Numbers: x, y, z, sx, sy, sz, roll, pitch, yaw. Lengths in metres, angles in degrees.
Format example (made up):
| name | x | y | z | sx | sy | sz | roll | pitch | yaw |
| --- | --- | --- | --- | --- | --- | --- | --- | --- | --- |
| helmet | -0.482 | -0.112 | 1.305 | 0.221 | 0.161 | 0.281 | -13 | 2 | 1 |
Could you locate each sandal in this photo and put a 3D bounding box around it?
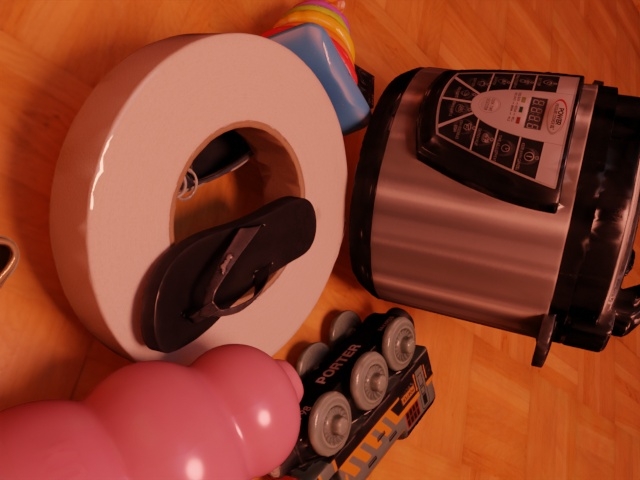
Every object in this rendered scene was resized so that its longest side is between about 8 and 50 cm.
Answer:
| name | x | y | z | sx | sy | sz | roll | pitch | yaw |
| --- | --- | --- | --- | --- | --- | --- | --- | --- | --- |
| sandal | -0.082 | 0.023 | 0.633 | 0.254 | 0.054 | 0.097 | -40 | 130 | -39 |

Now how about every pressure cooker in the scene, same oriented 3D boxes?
| name | x | y | z | sx | sy | sz | roll | pitch | yaw |
| --- | --- | --- | --- | --- | --- | --- | --- | --- | --- |
| pressure cooker | 0.289 | -0.054 | 0.875 | 0.375 | 0.420 | 0.370 | -32 | 132 | -62 |

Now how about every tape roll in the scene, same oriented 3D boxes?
| name | x | y | z | sx | sy | sz | roll | pitch | yaw |
| --- | --- | --- | --- | --- | --- | --- | --- | --- | --- |
| tape roll | -0.106 | -0.033 | 0.689 | 0.392 | 0.072 | 0.392 | -21 | 118 | -49 |

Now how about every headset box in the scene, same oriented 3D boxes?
| name | x | y | z | sx | sy | sz | roll | pitch | yaw |
| --- | --- | --- | --- | --- | --- | --- | --- | --- | --- |
| headset box | 0.054 | -0.263 | 1.026 | 0.083 | 0.032 | 0.062 | 18 | 69 | -44 |

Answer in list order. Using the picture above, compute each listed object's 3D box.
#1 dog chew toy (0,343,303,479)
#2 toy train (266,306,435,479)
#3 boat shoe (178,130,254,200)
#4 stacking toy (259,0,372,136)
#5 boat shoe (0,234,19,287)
| name | x | y | z | sx | sy | sz | roll | pitch | yaw |
| --- | --- | --- | --- | --- | --- | --- | --- | --- | --- |
| dog chew toy | -0.159 | 0.204 | 0.539 | 0.331 | 0.206 | 0.207 | -26 | 101 | -27 |
| toy train | 0.043 | 0.232 | 0.841 | 0.334 | 0.142 | 0.190 | -37 | 118 | -44 |
| boat shoe | -0.172 | -0.095 | 0.719 | 0.254 | 0.079 | 0.095 | -23 | 106 | -45 |
| stacking toy | -0.010 | -0.293 | 0.899 | 0.175 | 0.165 | 0.302 | 52 | 37 | -38 |
| boat shoe | -0.375 | 0.069 | 0.464 | 0.285 | 0.089 | 0.105 | -44 | 113 | -42 |
